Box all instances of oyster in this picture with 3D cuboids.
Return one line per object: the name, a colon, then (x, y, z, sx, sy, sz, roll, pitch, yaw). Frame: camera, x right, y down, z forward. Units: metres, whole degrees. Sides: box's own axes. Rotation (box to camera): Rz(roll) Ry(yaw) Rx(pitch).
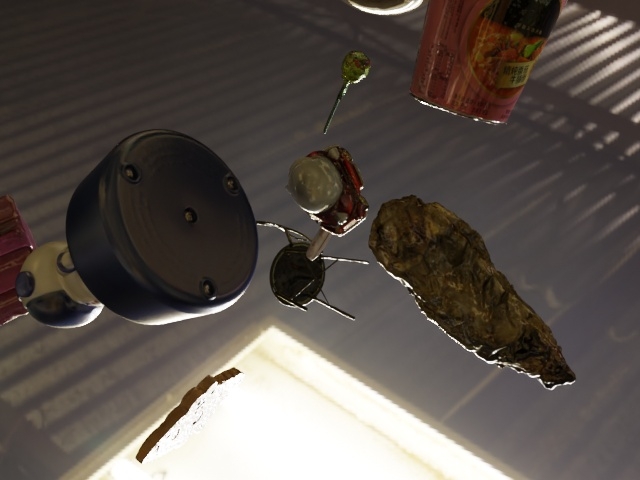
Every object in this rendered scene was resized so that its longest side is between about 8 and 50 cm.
oyster: (0.201, 0.075, 1.233, 0.345, 0.129, 0.078, 44, -161, -1)

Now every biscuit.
biscuit: (-0.212, 0.282, 1.540, 0.035, 0.162, 0.250, 33, -139, 17)

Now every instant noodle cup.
instant noodle cup: (0.252, -0.323, 1.466, 0.244, 0.255, 0.244, 16, -164, -5)

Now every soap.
soap: (-0.727, 0.088, 1.861, 0.359, 0.233, 0.128, -24, -133, -14)

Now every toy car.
toy car: (0.003, -0.079, 1.461, 0.139, 0.112, 0.112, 59, -159, 17)

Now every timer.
timer: (-0.309, 0.029, 1.405, 0.383, 0.270, 0.270, -26, -170, 38)

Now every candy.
candy: (0.027, -0.186, 1.205, 0.035, 0.123, 0.035, 26, -148, -4)

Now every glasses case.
glasses case: (0.000, 0.000, 1.826, 0.021, 0.083, 0.032, 34, 177, -29)

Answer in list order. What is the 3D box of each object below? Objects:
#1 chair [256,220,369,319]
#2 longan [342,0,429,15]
chair: (-0.045, 0.063, 2.082, 0.159, 0.170, 0.325, 12, -179, -35)
longan: (0.125, -0.581, 1.840, 0.297, 0.297, 0.297, 5, -149, -3)
